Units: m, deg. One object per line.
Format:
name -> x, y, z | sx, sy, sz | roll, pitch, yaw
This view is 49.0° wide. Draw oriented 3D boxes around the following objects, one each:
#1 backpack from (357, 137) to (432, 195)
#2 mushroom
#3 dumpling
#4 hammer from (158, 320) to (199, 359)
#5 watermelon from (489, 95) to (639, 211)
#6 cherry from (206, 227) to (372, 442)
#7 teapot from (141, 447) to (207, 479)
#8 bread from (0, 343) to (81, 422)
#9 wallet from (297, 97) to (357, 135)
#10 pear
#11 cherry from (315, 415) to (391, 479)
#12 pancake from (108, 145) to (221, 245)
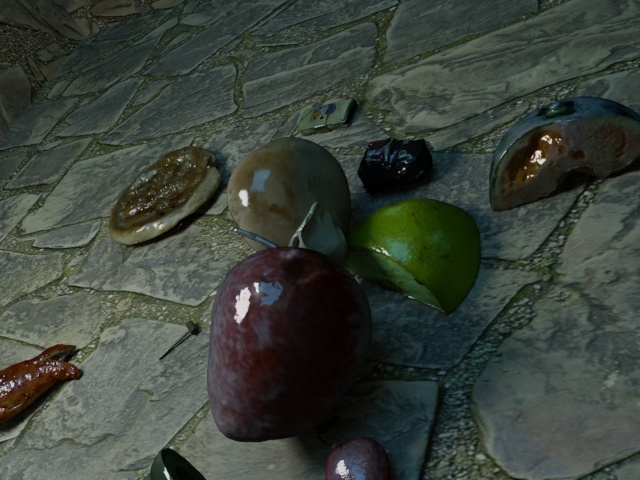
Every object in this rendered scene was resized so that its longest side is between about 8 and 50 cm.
backpack -> 0.169, -0.180, 1.597 | 0.165, 0.106, 0.120 | -13, 37, 29
mushroom -> -0.091, -0.071, 1.551 | 0.290, 0.292, 0.293 | -24, 31, 53
dumpling -> 0.003, -0.001, 1.372 | 0.111, 0.181, 0.155 | 21, 54, 1
hammer -> -0.322, 0.228, 1.577 | 0.110, 0.019, 0.035 | -44, 38, -5
watermelon -> 0.457, -0.211, 1.369 | 0.321, 0.175, 0.188 | -20, 40, 15
cherry -> -0.061, 0.172, 1.227 | 0.291, 0.335, 0.326 | 13, 6, 1
teapot -> -0.317, 0.515, 1.131 | 0.337, 0.200, 0.270 | -42, 12, -8
bread -> -0.704, 0.336, 1.668 | 0.268, 0.095, 0.139 | -34, 44, -8
wallet -> 0.017, -0.344, 1.942 | 0.155, 0.039, 0.110 | -7, 43, 31
pear -> 0.195, -0.014, 1.388 | 0.239, 0.139, 0.288 | -41, 38, -24
cherry -> 0.050, 0.342, 1.129 | 0.107, 0.090, 0.225 | -45, 27, 9
pancake -> -0.446, -0.138, 2.023 | 0.382, 0.071, 0.382 | -20, 40, 17
